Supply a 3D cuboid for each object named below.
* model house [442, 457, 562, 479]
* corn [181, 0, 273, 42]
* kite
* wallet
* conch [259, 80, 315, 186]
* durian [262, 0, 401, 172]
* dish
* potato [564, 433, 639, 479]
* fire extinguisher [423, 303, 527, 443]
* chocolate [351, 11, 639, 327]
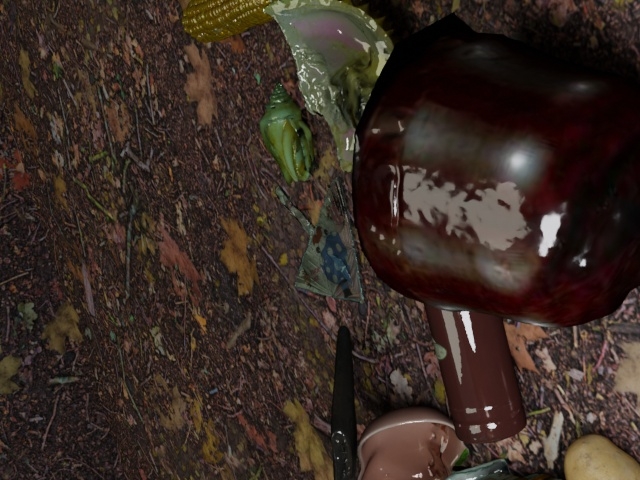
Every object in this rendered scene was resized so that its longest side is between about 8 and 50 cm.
[{"bbox_3d":[0.284,0.473,1.582,0.224,0.198,0.215,69,161,1],"label":"model house"},{"bbox_3d":[-0.158,-0.429,1.871,0.313,0.102,0.101,-4,103,58],"label":"corn"},{"bbox_3d":[0.000,0.000,1.945,0.314,0.011,0.335,53,143,28],"label":"kite"},{"bbox_3d":[0.045,0.310,1.849,0.321,0.044,0.170,-84,-8,-60],"label":"wallet"},{"bbox_3d":[-0.060,-0.193,1.873,0.095,0.079,0.200,-1,123,44],"label":"conch"},{"bbox_3d":[0.046,-0.257,1.586,0.172,0.166,0.306,17,130,56],"label":"durian"},{"bbox_3d":[0.158,0.369,1.789,0.090,0.213,0.213,-97,6,-61],"label":"dish"},{"bbox_3d":[0.399,0.342,1.428,0.112,0.112,0.147,-51,56,54],"label":"potato"},{"bbox_3d":[0.218,0.136,1.573,0.135,0.114,0.337,-8,100,37],"label":"fire extinguisher"},{"bbox_3d":[0.263,-0.074,1.222,0.331,0.384,0.383,9,115,38],"label":"chocolate"}]
